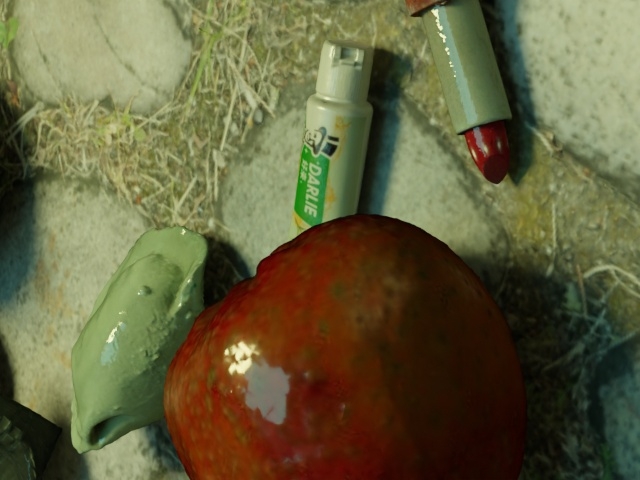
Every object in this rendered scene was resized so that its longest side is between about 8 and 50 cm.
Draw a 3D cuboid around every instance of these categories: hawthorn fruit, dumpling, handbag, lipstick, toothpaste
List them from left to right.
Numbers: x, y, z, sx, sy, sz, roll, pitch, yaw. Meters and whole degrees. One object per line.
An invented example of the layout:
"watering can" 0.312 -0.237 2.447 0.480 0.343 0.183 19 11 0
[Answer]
"handbag" -0.365 0.220 1.514 0.270 0.175 0.088 -49 16 34
"dumpling" -0.149 0.087 1.361 0.108 0.152 0.219 35 106 -10
"toothpaste" 0.000 0.000 1.238 0.058 0.056 0.314 -104 22 -74
"hawthorn fruit" 0.042 0.139 1.093 0.300 0.254 0.254 52 128 1
"lipstick" 0.104 -0.131 1.123 0.057 0.063 0.186 -20 84 44
